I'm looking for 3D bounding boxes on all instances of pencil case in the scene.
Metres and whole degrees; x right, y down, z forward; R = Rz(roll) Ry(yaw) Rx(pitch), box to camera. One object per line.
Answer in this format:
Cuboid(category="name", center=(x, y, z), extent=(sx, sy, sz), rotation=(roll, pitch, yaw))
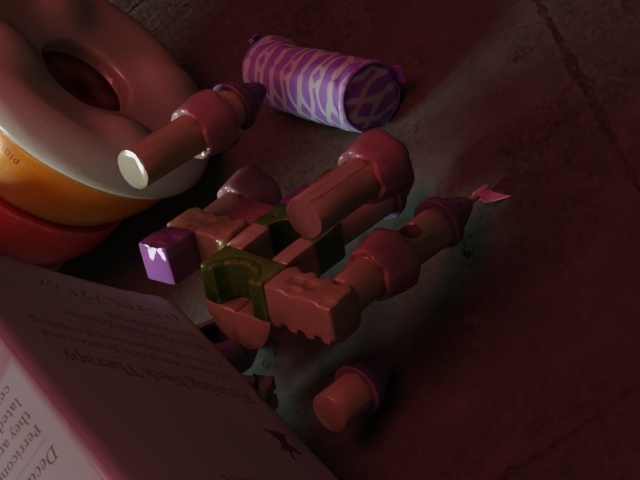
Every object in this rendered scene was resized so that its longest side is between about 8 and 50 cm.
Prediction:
Cuboid(category="pencil case", center=(-0.001, -0.176, 1.875), extent=(0.088, 0.086, 0.206), rotation=(-35, 35, -24))

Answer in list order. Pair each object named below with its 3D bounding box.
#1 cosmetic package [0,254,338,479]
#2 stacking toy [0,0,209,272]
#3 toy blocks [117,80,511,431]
Cuboid(category="cosmetic package", center=(-0.214, 0.258, 1.457), extent=(0.394, 0.329, 0.327), rotation=(43, 105, 37))
Cuboid(category="stacking toy", center=(-0.389, -0.054, 2.023), extent=(0.480, 0.351, 0.350), rotation=(-48, 37, 29))
Cuboid(category="toy blocks", center=(0.000, 0.000, 1.673), extent=(0.289, 0.309, 0.260), rotation=(16, 39, 37))
